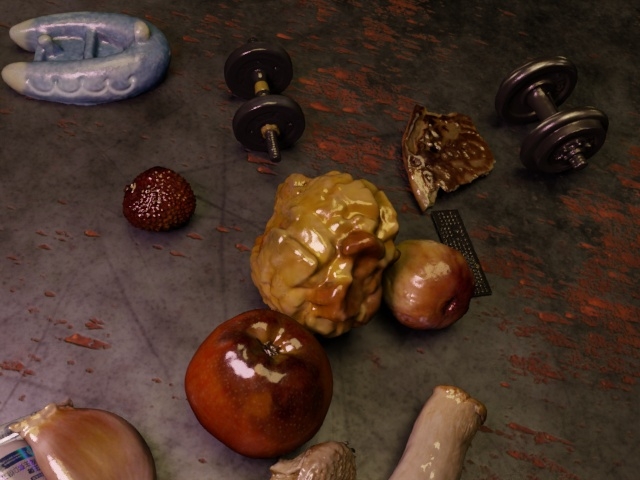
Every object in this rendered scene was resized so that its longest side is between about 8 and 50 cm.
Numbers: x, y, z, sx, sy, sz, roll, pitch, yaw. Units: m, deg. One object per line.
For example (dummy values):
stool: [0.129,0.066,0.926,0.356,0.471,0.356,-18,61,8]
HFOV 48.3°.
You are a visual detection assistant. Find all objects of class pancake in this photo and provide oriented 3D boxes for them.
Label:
pancake: [0.240,-0.189,1.492,0.257,0.056,0.212,-30,74,-34]

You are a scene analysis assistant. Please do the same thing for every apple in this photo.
apple: [-0.084,0.209,1.072,0.230,0.230,0.230,5,56,-7]

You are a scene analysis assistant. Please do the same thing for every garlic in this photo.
garlic: [-0.291,0.337,0.987,0.148,0.128,0.266,-29,57,-35]

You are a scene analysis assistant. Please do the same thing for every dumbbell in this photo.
dumbbell: [-0.114,-0.288,1.436,0.143,0.143,0.325,-5,58,-13]
dumbbell: [0.482,-0.264,1.504,0.192,0.192,0.290,-9,59,-16]

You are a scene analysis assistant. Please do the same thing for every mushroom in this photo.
mushroom: [0.143,0.363,1.080,0.123,0.095,0.351,51,55,-8]

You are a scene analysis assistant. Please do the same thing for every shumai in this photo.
shumai: [-0.017,0.359,1.056,0.116,0.145,0.145,0,46,38]

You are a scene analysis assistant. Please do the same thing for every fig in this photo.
fig: [0.149,0.054,1.280,0.159,0.159,0.257,-32,48,-27]

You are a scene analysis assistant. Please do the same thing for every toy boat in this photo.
toy boat: [-0.472,-0.390,1.451,0.330,0.123,0.215,1,55,-8]

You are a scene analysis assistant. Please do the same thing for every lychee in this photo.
lychee: [-0.287,-0.072,1.278,0.129,0.123,0.123,16,55,-11]

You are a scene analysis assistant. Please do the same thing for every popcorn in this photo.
popcorn: [0.000,0.000,1.202,0.225,0.265,0.332,33,19,-35]

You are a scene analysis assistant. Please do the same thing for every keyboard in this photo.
keyboard: [0.271,0.022,1.384,0.064,0.010,0.198,-6,58,-17]

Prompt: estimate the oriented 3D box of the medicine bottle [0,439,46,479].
medicine bottle: [-0.389,0.374,0.968,0.107,0.107,0.191,-36,69,-28]

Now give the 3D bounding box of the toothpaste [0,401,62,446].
toothpaste: [-0.482,0.299,1.042,0.239,0.039,0.062,-21,59,-20]
